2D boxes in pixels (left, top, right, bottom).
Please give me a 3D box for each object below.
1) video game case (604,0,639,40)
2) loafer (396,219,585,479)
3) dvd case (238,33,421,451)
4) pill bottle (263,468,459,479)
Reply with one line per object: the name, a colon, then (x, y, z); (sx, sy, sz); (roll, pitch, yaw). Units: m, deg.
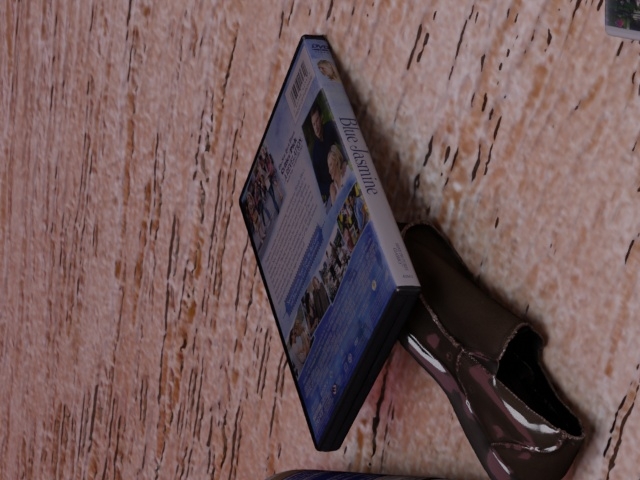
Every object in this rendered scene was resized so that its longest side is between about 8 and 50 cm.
video game case: (0.240, -0.187, 0.973); (0.190, 0.022, 0.173); (18, 119, 44)
loafer: (0.116, 0.069, 1.199); (0.078, 0.080, 0.220); (-43, 73, 37)
dvd case: (0.000, 0.000, 1.261); (0.180, 0.022, 0.253); (113, 148, -43)
pill bottle: (0.056, 0.249, 1.279); (0.264, 0.153, 0.153); (-5, 103, 51)
